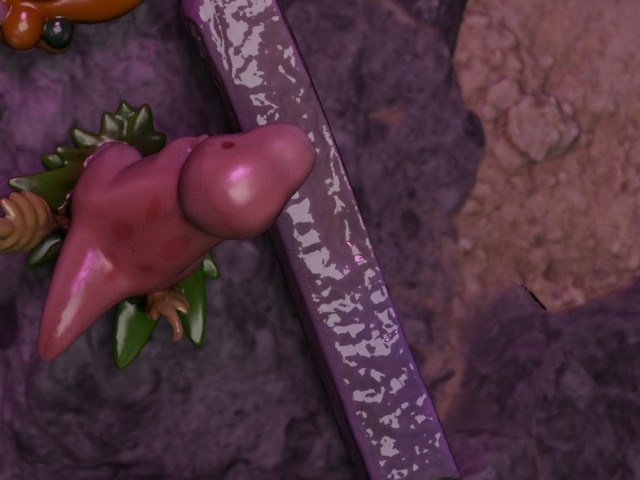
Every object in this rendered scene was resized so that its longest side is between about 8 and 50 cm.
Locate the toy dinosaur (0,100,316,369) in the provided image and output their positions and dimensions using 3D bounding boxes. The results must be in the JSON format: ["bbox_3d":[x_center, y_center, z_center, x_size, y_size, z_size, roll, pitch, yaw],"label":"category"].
[{"bbox_3d":[-0.090,0.004,1.088,0.194,0.177,0.152,-29,105,-5],"label":"toy dinosaur"}]

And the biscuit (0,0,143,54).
[{"bbox_3d":[-0.164,-0.190,1.100,0.170,0.050,0.170,-2,101,-12],"label":"biscuit"}]

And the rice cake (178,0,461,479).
[{"bbox_3d":[-0.001,0.000,1.165,0.064,0.070,0.399,-22,104,-5],"label":"rice cake"}]
